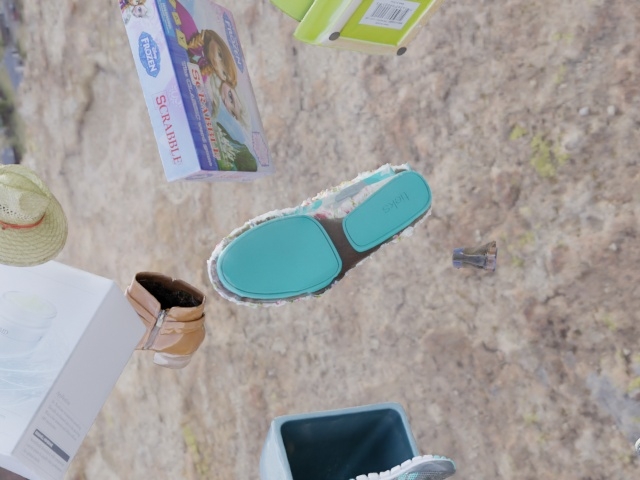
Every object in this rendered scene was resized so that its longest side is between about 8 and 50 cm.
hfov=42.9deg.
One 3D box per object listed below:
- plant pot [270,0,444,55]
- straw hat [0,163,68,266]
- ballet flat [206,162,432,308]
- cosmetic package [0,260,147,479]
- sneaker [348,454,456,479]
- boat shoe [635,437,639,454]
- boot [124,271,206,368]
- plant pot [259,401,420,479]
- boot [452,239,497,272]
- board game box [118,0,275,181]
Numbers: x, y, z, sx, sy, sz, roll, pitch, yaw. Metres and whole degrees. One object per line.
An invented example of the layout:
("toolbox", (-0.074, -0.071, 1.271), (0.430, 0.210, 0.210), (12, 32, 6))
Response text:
("plant pot", (0.056, -0.391, 1.144), (0.227, 0.228, 0.207), (-47, 59, 40))
("straw hat", (-0.323, -0.046, 0.861), (0.061, 0.145, 0.144), (-42, 65, 35))
("ballet flat", (0.000, 0.000, 0.749), (0.077, 0.241, 0.091), (-19, 93, 63))
("cosmetic package", (-0.370, 0.137, 0.971), (0.224, 0.224, 0.138), (16, 151, 17))
("sneaker", (0.117, 0.357, 1.144), (0.065, 0.167, 0.076), (63, -173, -52))
("boat shoe", (0.593, 0.381, 1.357), (0.152, 0.049, 0.056), (33, 113, -4))
("boot", (-0.341, 0.134, 1.429), (0.220, 0.284, 0.109), (114, 172, -51))
("plant pot", (0.024, 0.456, 1.410), (0.252, 0.248, 0.247), (118, 142, -48))
("boot", (0.385, 0.035, 2.041), (0.106, 0.219, 0.082), (7, 92, 9))
("board game box", (-0.197, -0.257, 1.366), (0.066, 0.318, 0.318), (-15, 90, 18))
